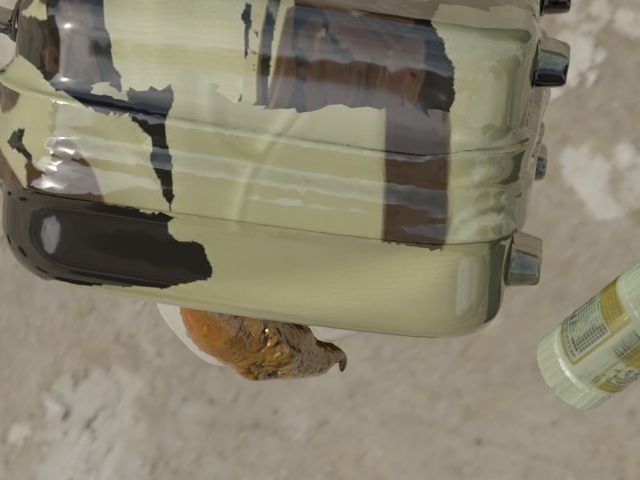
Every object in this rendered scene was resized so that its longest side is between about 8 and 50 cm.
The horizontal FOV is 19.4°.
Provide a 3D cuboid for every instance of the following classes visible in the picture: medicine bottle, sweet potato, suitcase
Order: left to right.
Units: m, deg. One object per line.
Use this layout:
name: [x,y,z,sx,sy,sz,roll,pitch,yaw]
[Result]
suitcase: [-0.041,-0.076,1.015,0.339,0.351,0.194,8,108,5]
sweet potato: [-0.037,0.073,1.340,0.068,0.206,0.060,19,88,32]
medicine bottle: [0.149,0.045,0.922,0.047,0.083,0.047,23,44,-25]

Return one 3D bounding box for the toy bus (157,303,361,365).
toy bus: [0.000,0.000,1.609,0.143,0.305,0.179,51,35,-34]
